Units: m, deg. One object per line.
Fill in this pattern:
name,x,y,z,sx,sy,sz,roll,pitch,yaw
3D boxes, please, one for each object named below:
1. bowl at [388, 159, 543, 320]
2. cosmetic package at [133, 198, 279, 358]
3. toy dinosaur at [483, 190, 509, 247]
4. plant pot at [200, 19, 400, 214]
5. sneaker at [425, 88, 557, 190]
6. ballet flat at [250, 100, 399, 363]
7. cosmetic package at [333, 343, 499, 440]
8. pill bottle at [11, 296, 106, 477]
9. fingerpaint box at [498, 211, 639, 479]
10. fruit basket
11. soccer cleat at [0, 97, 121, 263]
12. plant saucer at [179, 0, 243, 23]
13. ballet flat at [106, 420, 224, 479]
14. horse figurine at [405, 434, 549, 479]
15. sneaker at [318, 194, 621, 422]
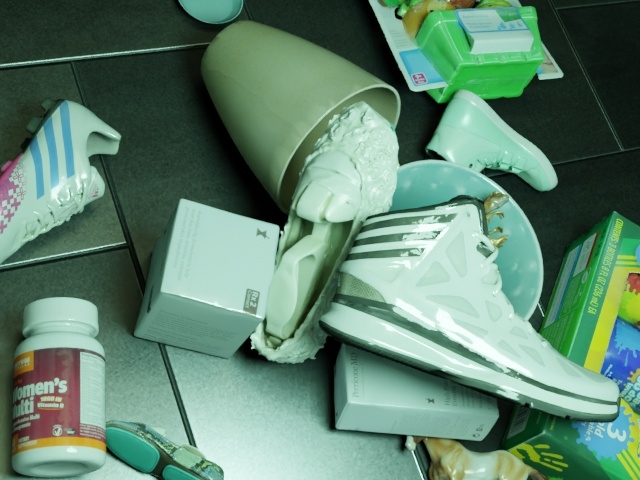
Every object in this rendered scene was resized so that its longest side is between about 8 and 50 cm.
bowl,0.178,0.046,1.664,0.312,0.163,0.311,9,62,-17
cosmetic package,-0.165,0.060,1.505,0.152,0.183,0.151,16,60,-15
toy dinosaur,0.215,-0.014,1.588,0.212,0.064,0.112,-20,56,-38
plant pot,-0.057,-0.223,1.675,0.256,0.256,0.274,-30,63,-31
sneaker,0.295,-0.131,1.855,0.256,0.094,0.151,37,81,-18
ballet flat,0.000,0.000,1.504,0.147,0.147,0.408,15,103,-15
cosmetic package,0.140,0.225,1.576,0.231,0.085,0.117,6,49,-11
pill bottle,-0.348,0.196,1.401,0.121,0.121,0.221,3,64,-21
fingerpaint box,0.542,0.235,1.718,0.371,0.163,0.444,31,58,-5
fruit basket,0.249,-0.427,1.926,0.327,0.165,0.353,-7,65,-25
soccer cleat,-0.398,-0.066,1.511,0.143,0.116,0.331,27,58,-7
plant saucer,-0.195,-0.421,1.824,0.119,0.021,0.119,9,62,-18
ballet flat,-0.215,0.296,1.450,0.188,0.070,0.070,35,58,-5
horse figurine,0.245,0.367,1.580,0.263,0.066,0.174,10,49,-4
sneaker,0.245,0.083,1.455,0.448,0.169,0.257,21,84,-10
